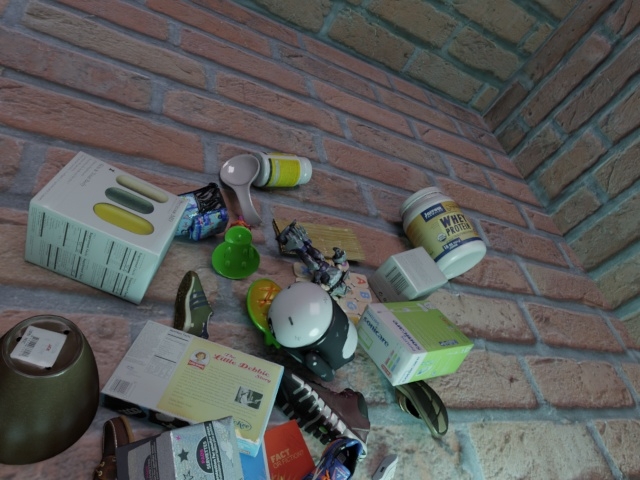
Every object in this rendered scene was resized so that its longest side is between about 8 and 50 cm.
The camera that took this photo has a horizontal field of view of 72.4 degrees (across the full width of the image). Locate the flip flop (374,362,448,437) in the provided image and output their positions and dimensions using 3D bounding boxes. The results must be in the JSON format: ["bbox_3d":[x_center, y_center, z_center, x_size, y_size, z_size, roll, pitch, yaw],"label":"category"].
[{"bbox_3d":[0.242,0.426,1.215,0.112,0.080,0.277,3,33,-49],"label":"flip flop"}]

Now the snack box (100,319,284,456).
[{"bbox_3d":[-0.254,0.301,0.913,0.321,0.060,0.187,19,39,-1],"label":"snack box"}]

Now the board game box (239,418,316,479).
[{"bbox_3d":[-0.091,0.547,0.849,0.242,0.064,0.317,-6,56,-41],"label":"board game box"}]

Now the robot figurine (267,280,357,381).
[{"bbox_3d":[-0.016,0.223,1.089,0.174,0.209,0.278,-53,135,-18],"label":"robot figurine"}]

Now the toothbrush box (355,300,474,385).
[{"bbox_3d":[0.270,0.287,1.278,0.283,0.122,0.206,5,30,-40],"label":"toothbrush box"}]

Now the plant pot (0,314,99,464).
[{"bbox_3d":[-0.475,0.229,0.737,0.215,0.230,0.216,20,43,-20],"label":"plant pot"}]

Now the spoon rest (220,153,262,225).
[{"bbox_3d":[-0.247,-0.178,1.408,0.137,0.084,0.277,-19,58,-1],"label":"spoon rest"}]

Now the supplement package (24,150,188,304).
[{"bbox_3d":[-0.483,-0.026,1.006,0.262,0.198,0.199,26,40,-14],"label":"supplement package"}]

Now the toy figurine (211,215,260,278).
[{"bbox_3d":[-0.233,-0.008,1.229,0.129,0.173,0.159,4,34,-11],"label":"toy figurine"}]

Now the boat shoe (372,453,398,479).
[{"bbox_3d":[0.162,0.560,1.056,0.100,0.035,0.035,-28,98,-52],"label":"boat shoe"}]

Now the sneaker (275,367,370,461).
[{"bbox_3d":[0.014,0.391,1.070,0.281,0.106,0.162,46,30,0],"label":"sneaker"}]

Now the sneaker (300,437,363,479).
[{"bbox_3d":[0.016,0.477,0.876,0.083,0.087,0.221,40,39,4],"label":"sneaker"}]

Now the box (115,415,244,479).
[{"bbox_3d":[-0.221,0.439,0.714,0.142,0.163,0.248,14,55,-54],"label":"box"}]

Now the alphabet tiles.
[{"bbox_3d":[0.047,0.155,1.371,0.277,0.021,0.284,14,44,-27],"label":"alphabet tiles"}]

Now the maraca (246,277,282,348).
[{"bbox_3d":[-0.130,0.189,1.148,0.127,0.099,0.186,-24,93,-45],"label":"maraca"}]

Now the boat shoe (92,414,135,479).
[{"bbox_3d":[-0.359,0.415,0.766,0.073,0.073,0.207,3,51,-43],"label":"boat shoe"}]

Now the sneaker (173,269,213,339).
[{"bbox_3d":[-0.304,0.165,1.072,0.086,0.064,0.192,35,28,-33],"label":"sneaker"}]

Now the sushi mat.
[{"bbox_3d":[0.000,0.000,1.467,0.316,0.019,0.152,7,42,-29],"label":"sushi mat"}]

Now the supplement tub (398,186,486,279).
[{"bbox_3d":[0.463,-0.030,1.701,0.228,0.228,0.316,-2,53,-38],"label":"supplement tub"}]

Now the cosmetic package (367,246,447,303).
[{"bbox_3d":[0.291,0.134,1.472,0.183,0.151,0.151,-11,59,-42],"label":"cosmetic package"}]

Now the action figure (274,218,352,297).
[{"bbox_3d":[-0.008,0.067,1.316,0.285,0.099,0.185,45,36,-3],"label":"action figure"}]

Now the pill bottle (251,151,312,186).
[{"bbox_3d":[-0.140,-0.250,1.548,0.208,0.119,0.119,-5,55,-40],"label":"pill bottle"}]

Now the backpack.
[{"bbox_3d":[-0.351,-0.065,1.186,0.173,0.158,0.117,-19,78,-29],"label":"backpack"}]
